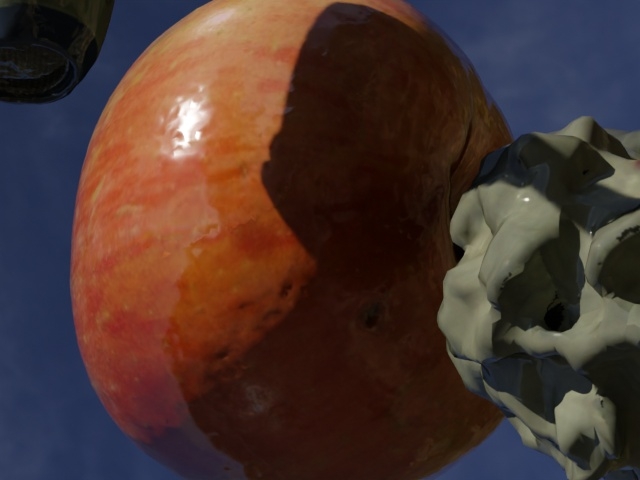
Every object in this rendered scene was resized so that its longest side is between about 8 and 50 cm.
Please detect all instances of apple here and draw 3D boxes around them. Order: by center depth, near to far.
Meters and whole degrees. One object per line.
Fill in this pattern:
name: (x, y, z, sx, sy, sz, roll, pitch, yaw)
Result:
apple: (0.000, 0.000, 0.607, 0.209, 0.164, 0.209, 26, -124, -47)

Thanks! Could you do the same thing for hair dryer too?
hair dryer: (-0.106, -0.157, 0.435, 0.067, 0.167, 0.199, -11, -42, 2)

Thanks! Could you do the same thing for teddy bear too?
teddy bear: (0.236, -0.079, 0.352, 0.367, 0.224, 0.357, -45, -7, -27)
